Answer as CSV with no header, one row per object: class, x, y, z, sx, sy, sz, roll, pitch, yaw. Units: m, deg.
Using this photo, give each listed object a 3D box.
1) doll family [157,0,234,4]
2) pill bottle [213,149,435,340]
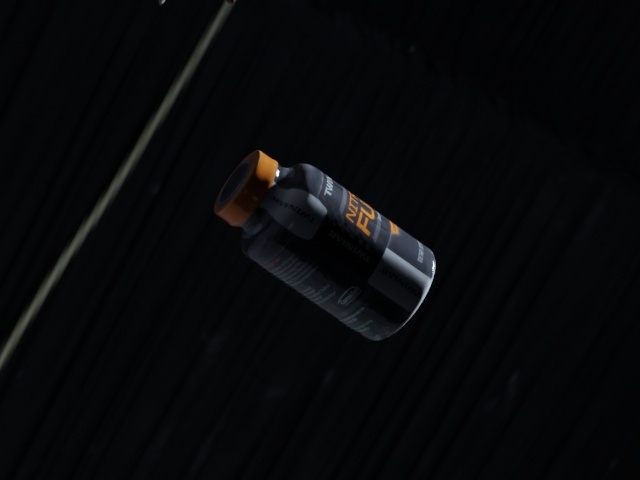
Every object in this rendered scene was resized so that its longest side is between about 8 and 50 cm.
doll family,-0.112,-0.282,1.171,0.076,0.111,0.193,108,-34,-68
pill bottle,0.000,0.000,1.463,0.246,0.130,0.130,35,10,-18
